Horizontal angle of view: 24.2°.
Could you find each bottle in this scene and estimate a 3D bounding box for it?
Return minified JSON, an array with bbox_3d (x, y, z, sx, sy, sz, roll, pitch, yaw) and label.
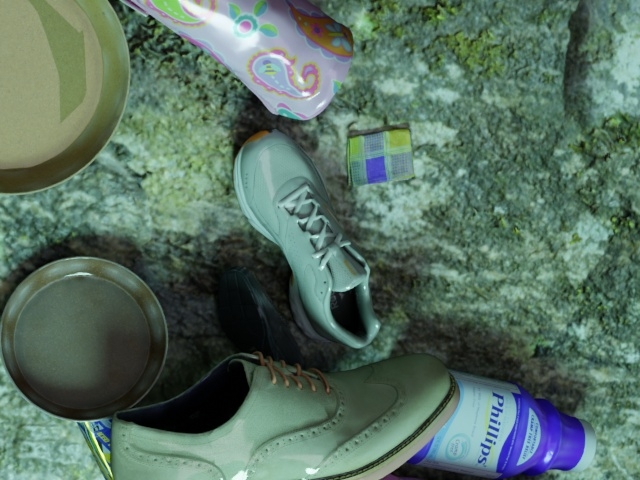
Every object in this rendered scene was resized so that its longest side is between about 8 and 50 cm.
[{"bbox_3d":[0.199,0.221,1.755,0.283,0.092,0.118,16,87,-30],"label":"bottle"}]

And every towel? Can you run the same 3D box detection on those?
[{"bbox_3d":[0.068,-0.093,1.668,0.083,0.009,0.060,-9,105,-27],"label":"towel"}]

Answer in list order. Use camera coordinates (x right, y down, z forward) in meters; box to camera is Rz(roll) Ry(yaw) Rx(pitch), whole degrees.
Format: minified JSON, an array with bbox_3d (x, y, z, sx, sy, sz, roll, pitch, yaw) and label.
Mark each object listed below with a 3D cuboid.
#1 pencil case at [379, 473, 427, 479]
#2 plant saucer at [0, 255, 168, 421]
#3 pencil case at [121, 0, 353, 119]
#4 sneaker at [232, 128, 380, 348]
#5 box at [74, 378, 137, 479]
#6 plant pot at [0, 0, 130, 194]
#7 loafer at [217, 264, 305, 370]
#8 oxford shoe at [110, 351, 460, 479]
[{"bbox_3d":[0.114,0.339,1.692,0.386,0.167,0.160,12,116,-30],"label":"pencil case"},{"bbox_3d":[-0.239,0.100,1.502,0.168,0.029,0.168,3,77,-14],"label":"plant saucer"},{"bbox_3d":[-0.098,-0.235,1.490,0.284,0.124,0.124,33,84,-29],"label":"pencil case"},{"bbox_3d":[0.000,0.000,1.587,0.099,0.121,0.262,-34,114,-19],"label":"sneaker"},{"bbox_3d":[-0.205,0.222,1.562,0.059,0.054,0.169,-30,113,-20],"label":"box"},{"bbox_3d":[-0.301,-0.162,1.444,0.236,0.032,0.236,-6,103,-28],"label":"plant pot"},{"bbox_3d":[-0.063,0.096,1.617,0.061,0.062,0.170,-48,129,-47],"label":"loafer"},{"bbox_3d":[-0.028,0.180,1.532,0.397,0.140,0.146,-20,114,-27],"label":"oxford shoe"}]
